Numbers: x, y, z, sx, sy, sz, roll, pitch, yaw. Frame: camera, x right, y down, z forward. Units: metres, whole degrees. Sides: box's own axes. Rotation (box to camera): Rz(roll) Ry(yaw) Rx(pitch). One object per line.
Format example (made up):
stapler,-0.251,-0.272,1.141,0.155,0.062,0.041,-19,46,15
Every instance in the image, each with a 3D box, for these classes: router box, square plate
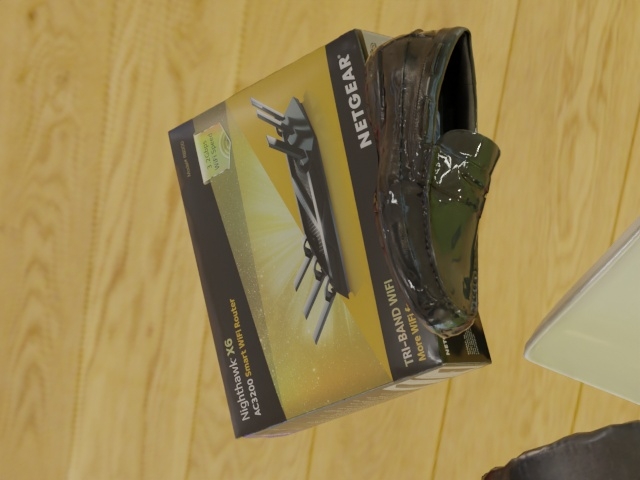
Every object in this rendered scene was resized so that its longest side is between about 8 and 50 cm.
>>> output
router box,0.000,0.000,1.367,0.243,0.081,0.309,-25,72,35
square plate,0.406,0.026,1.425,0.344,0.049,0.347,23,117,-34

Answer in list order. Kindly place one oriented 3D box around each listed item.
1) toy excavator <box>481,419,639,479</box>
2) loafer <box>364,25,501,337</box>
toy excavator,0.264,0.211,0.653,0.445,0.433,0.222,-7,68,-14
loafer,0.079,-0.045,0.991,0.078,0.076,0.223,-21,57,27
